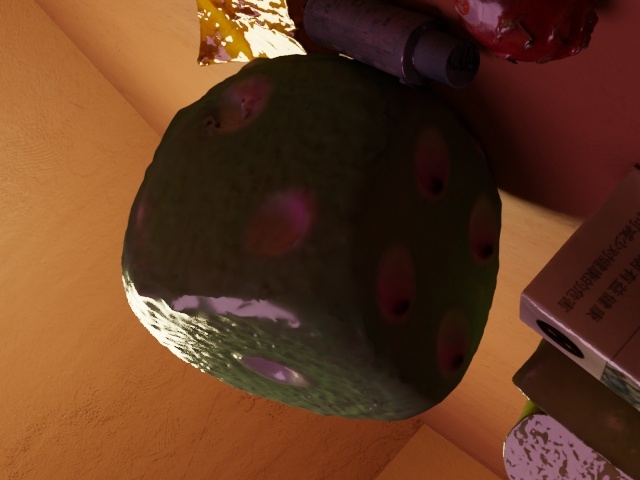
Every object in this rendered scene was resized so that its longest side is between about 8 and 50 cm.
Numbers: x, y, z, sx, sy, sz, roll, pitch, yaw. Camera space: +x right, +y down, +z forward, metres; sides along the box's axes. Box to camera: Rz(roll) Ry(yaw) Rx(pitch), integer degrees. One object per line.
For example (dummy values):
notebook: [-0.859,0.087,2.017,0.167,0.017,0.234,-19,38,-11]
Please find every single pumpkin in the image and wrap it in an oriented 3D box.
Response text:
pumpkin: [-0.088,-0.280,1.188,0.290,0.095,0.258,29,159,43]

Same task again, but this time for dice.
dice: [0.000,0.000,1.140,0.318,0.330,0.322,2,153,35]

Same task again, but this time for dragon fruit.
dragon fruit: [0.123,-0.201,0.716,0.190,0.094,0.094,52,168,-20]

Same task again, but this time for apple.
apple: [0.346,0.193,1.092,0.258,0.233,0.295,24,152,24]

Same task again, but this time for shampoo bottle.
shampoo bottle: [0.067,-0.199,0.997,0.214,0.072,0.072,33,166,46]

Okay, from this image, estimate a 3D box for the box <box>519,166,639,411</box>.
box: [0.322,0.075,0.868,0.256,0.164,0.069,39,168,22]
